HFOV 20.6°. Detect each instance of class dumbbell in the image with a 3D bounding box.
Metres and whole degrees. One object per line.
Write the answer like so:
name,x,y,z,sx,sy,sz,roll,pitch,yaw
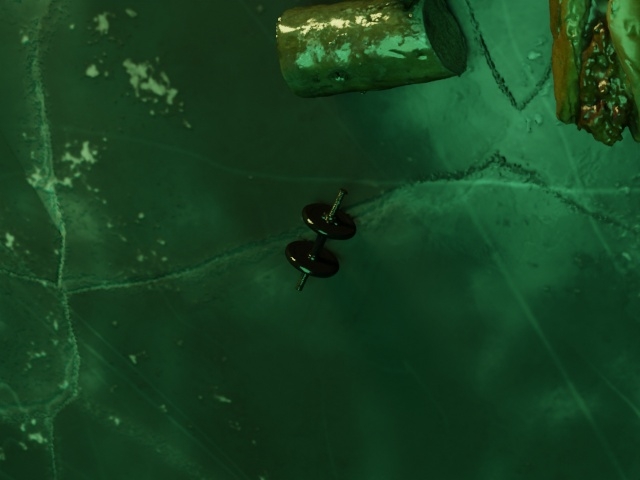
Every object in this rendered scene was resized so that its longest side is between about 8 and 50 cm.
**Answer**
dumbbell,0.000,0.000,2.086,0.069,0.069,0.147,28,118,6

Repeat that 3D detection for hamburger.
hamburger,0.307,-0.227,1.833,0.155,0.245,0.282,-1,156,14

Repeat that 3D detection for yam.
yam,0.059,-0.217,1.953,0.194,0.107,0.107,-5,110,20
